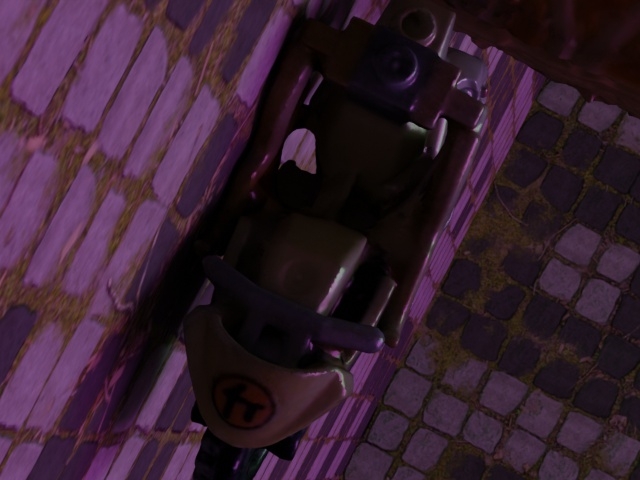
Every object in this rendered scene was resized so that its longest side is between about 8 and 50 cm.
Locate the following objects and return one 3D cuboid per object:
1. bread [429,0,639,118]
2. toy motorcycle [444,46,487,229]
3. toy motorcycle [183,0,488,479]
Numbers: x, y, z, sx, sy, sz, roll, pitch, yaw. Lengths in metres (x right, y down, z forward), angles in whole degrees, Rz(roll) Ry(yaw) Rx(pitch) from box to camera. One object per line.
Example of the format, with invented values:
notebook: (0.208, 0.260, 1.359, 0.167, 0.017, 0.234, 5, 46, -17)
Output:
bread: (0.288, -0.289, 1.520, 0.390, 0.371, 0.279, -63, 171, 10)
toy motorcycle: (0.089, -0.106, 1.863, 0.260, 0.110, 0.171, -51, 151, -26)
toy motorcycle: (0.000, 0.000, 1.398, 0.237, 0.168, 0.410, 103, 10, -82)
